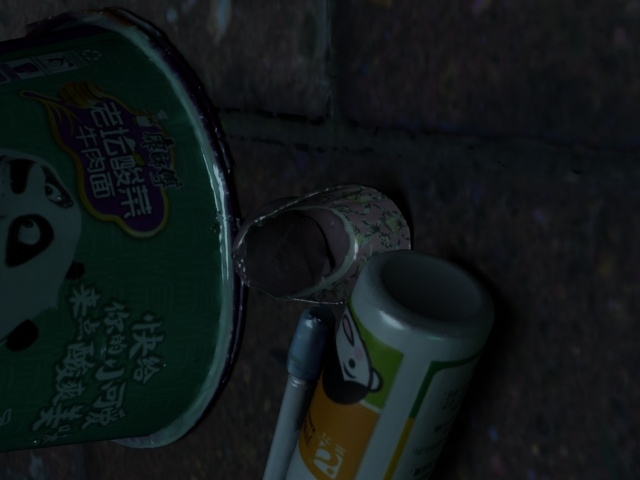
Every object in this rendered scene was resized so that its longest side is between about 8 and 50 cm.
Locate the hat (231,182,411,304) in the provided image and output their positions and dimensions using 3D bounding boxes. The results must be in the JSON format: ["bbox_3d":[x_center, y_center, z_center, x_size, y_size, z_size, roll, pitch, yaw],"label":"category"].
[{"bbox_3d":[0.003,-0.002,0.809,0.087,0.042,0.058,-19,109,22],"label":"hat"}]

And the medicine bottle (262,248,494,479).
[{"bbox_3d":[0.009,0.097,0.801,0.092,0.061,0.220,51,135,39],"label":"medicine bottle"}]

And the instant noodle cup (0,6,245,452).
[{"bbox_3d":[-0.188,0.006,0.921,0.251,0.190,0.251,15,109,49],"label":"instant noodle cup"}]
